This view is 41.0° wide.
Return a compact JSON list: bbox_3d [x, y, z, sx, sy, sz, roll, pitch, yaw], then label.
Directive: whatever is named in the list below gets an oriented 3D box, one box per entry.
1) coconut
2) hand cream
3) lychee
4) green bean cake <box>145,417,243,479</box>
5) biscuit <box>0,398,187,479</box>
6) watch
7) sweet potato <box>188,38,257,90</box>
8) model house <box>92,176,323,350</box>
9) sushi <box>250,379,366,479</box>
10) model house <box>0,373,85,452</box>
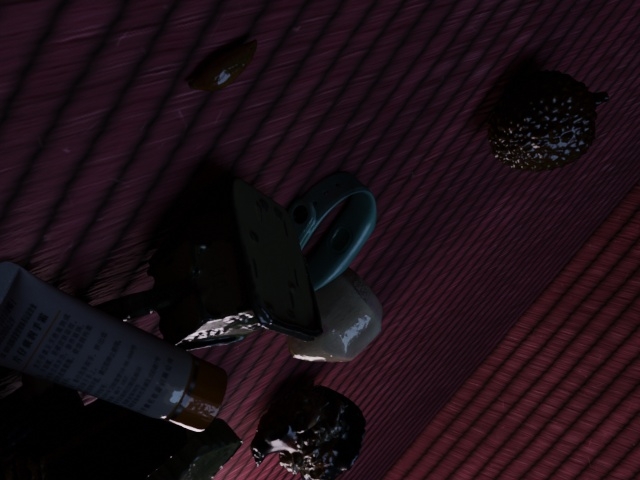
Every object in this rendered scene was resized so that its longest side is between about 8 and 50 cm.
[{"bbox_3d":[0.013,0.140,1.528,0.183,0.171,0.171,-40,156,-8],"label":"coconut"},{"bbox_3d":[-0.268,0.143,1.021,0.314,0.089,0.140,30,111,-26],"label":"hand cream"},{"bbox_3d":[0.414,-0.220,1.555,0.238,0.200,0.200,-27,154,-3],"label":"lychee"},{"bbox_3d":[-0.258,0.424,1.626,0.183,0.094,0.185,-50,156,11],"label":"green bean cake"},{"bbox_3d":[-0.267,0.259,1.060,0.073,0.107,0.388,-7,-177,12],"label":"biscuit"},{"bbox_3d":[0.000,0.000,1.392,0.237,0.068,0.195,-55,153,19],"label":"watch"},{"bbox_3d":[-0.105,-0.193,0.956,0.095,0.034,0.034,-38,155,-9],"label":"sweet potato"},{"bbox_3d":[-0.171,0.066,1.151,0.278,0.205,0.218,-19,160,17],"label":"model house"},{"bbox_3d":[-0.033,0.414,1.875,0.239,0.218,0.225,-63,-165,8],"label":"sushi"},{"bbox_3d":[-0.384,0.289,1.054,0.237,0.202,0.238,-31,144,-38],"label":"model house"}]
